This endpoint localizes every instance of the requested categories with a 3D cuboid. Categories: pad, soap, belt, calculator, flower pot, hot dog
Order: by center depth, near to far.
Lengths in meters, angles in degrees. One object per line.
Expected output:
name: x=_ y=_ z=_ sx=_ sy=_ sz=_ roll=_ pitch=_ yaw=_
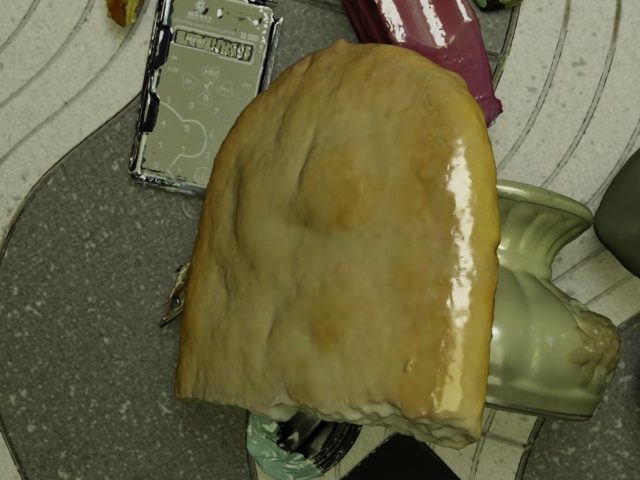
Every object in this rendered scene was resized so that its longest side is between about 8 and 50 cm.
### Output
flower pot: x=0.197 y=0.065 z=0.804 sx=0.308 sy=0.307 sz=0.243 roll=11 pitch=85 yaw=1
soap: x=0.111 y=-0.246 z=0.807 sx=0.112 sy=0.182 sz=0.289 roll=-25 pitch=91 yaw=4
hot dog: x=-0.247 y=-0.354 z=0.861 sx=0.078 sy=0.061 sz=0.168 roll=-3 pitch=100 yaw=46
calculator: x=-0.154 y=-0.193 z=0.900 sx=0.166 sy=0.028 sz=0.273 roll=12 pitch=99 yaw=0
belt: x=-0.022 y=0.237 z=0.937 sx=0.151 sy=0.078 sz=0.198 roll=30 pitch=100 yaw=-4
pad: x=0.153 y=0.434 z=0.997 sx=0.202 sy=0.005 sz=0.300 roll=-44 pitch=95 yaw=7

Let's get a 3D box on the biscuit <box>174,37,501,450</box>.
biscuit: x=-0.001 y=0.000 z=0.726 sx=0.104 sy=0.430 sz=0.445 roll=13 pitch=85 yaw=-42

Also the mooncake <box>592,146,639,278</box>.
mooncake: x=0.459 y=-0.059 z=0.782 sx=0.275 sy=0.275 sz=0.135 roll=-40 pitch=98 yaw=8

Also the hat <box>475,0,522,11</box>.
hat: x=0.229 y=-0.334 z=0.849 sx=0.076 sy=0.059 sz=0.077 roll=-12 pitch=94 yaw=-1

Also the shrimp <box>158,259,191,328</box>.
shrimp: x=-0.083 y=0.041 z=0.924 sx=0.169 sy=0.058 sz=0.296 roll=44 pitch=94 yaw=-7
